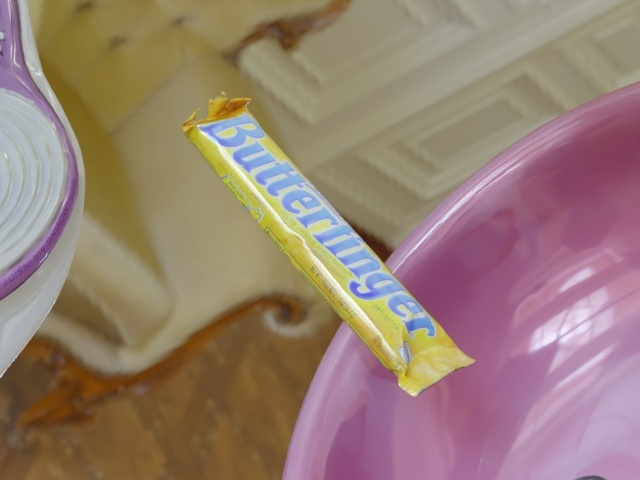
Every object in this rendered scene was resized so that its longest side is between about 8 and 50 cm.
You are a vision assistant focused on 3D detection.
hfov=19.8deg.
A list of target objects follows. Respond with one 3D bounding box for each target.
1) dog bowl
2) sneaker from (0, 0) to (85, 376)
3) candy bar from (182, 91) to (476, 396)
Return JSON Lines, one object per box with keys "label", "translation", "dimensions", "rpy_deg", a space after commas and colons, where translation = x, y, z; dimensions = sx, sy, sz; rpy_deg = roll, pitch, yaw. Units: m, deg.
{"label": "dog bowl", "translation": [0.155, 0.095, 0.800], "dimensions": [0.150, 0.408, 0.408], "rpy_deg": [45, 24, -32]}
{"label": "sneaker", "translation": [-0.173, -0.059, 0.732], "dimensions": [0.114, 0.152, 0.305], "rpy_deg": [17, 65, -38]}
{"label": "candy bar", "translation": [0.000, 0.000, 0.775], "dimensions": [0.040, 0.018, 0.161], "rpy_deg": [-29, 73, -41]}
